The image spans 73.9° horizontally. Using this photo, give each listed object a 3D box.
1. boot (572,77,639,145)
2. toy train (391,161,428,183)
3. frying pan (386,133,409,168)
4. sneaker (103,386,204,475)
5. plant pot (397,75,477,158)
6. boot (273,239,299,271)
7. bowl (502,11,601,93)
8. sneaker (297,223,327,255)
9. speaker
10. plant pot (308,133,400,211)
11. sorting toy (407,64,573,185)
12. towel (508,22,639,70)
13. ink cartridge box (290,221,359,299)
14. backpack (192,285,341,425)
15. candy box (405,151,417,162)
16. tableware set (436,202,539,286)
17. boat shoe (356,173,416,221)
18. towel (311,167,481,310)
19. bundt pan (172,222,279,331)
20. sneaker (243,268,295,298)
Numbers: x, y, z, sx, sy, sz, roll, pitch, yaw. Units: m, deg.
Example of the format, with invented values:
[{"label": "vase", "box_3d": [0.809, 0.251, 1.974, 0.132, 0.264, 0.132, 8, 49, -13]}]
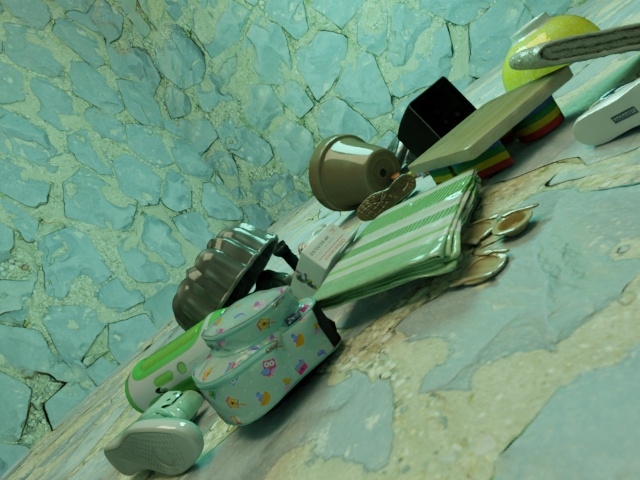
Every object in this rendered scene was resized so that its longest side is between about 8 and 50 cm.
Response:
[{"label": "boot", "box_3d": [0.431, -0.195, 0.554, 0.086, 0.069, 0.190, -45, 9, -21]}, {"label": "toy train", "box_3d": [0.265, -0.194, 1.249, 0.166, 0.046, 0.125, -34, 10, 21]}, {"label": "frying pan", "box_3d": [0.260, -0.313, 1.586, 0.326, 0.053, 0.197, -129, 61, -78]}, {"label": "sneaker", "box_3d": [-0.236, 0.286, 0.687, 0.256, 0.094, 0.151, -29, 10, 39]}, {"label": "plant pot", "box_3d": [0.347, -0.348, 1.309, 0.187, 0.188, 0.167, -43, -1, -25]}, {"label": "boot", "box_3d": [-0.093, 0.052, 1.244, 0.045, 0.099, 0.121, -36, 11, 5]}, {"label": "bowl", "box_3d": [0.675, -0.596, 1.306, 0.289, 0.156, 0.289, -36, 9, 7]}, {"label": "sneaker", "box_3d": [0.000, 0.000, 1.329, 0.075, 0.057, 0.161, -8, 26, 39]}, {"label": "speaker", "box_3d": [-0.265, 0.250, 0.871, 0.296, 0.131, 0.131, -34, 10, 23]}, {"label": "plant pot", "box_3d": [0.126, -0.217, 1.379, 0.263, 0.263, 0.229, -42, 28, -21]}, {"label": "sorting toy", "box_3d": [0.348, -0.208, 0.875, 0.257, 0.089, 0.255, -39, 10, -8]}, {"label": "towel", "box_3d": [0.514, -0.357, 0.782, 0.282, 0.049, 0.187, -8, 16, 10]}, {"label": "ink cartridge box", "box_3d": [0.004, 0.039, 0.835, 0.104, 0.061, 0.181, -47, -14, -38]}, {"label": "backpack", "box_3d": [-0.088, 0.158, 0.603, 0.188, 0.144, 0.166, -46, 17, -30]}, {"label": "candy box", "box_3d": [0.376, -0.367, 1.577, 0.165, 0.070, 0.196, -39, 9, -1]}, {"label": "tableware set", "box_3d": [0.211, 0.006, 0.574, 0.168, 0.020, 0.141, -42, 10, -23]}, {"label": "boat shoe", "box_3d": [0.179, -0.104, 1.130, 0.178, 0.064, 0.060, -35, -21, 8]}, {"label": "towel", "box_3d": [0.138, -0.007, 0.707, 0.248, 0.038, 0.325, -25, 14, 36]}, {"label": "bundt pan", "box_3d": [-0.243, 0.094, 1.054, 0.331, 0.124, 0.331, -57, -2, -4]}, {"label": "sneaker", "box_3d": [-0.147, 0.139, 1.069, 0.130, 0.087, 0.227, -35, 13, -22]}]
